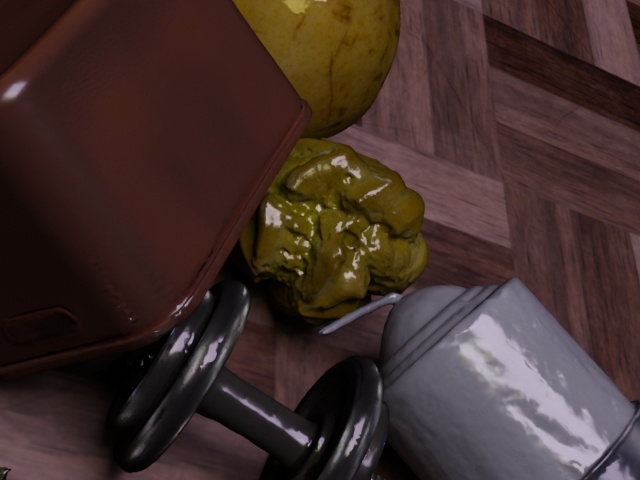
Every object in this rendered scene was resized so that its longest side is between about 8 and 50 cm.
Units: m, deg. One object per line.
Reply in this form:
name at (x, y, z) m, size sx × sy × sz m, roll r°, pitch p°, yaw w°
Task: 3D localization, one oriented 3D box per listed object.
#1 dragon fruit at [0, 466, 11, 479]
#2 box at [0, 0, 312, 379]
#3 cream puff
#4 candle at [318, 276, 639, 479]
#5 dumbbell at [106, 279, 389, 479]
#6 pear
dragon fruit at (-0.316, 0.243, 0.668) m, size 0.244 × 0.244 × 0.299 m, roll 41°, pitch 60°, yaw -3°
box at (-0.199, -0.089, 0.935) m, size 0.229 × 0.239 × 0.339 m, roll 57°, pitch 38°, yaw -28°
cream puff at (0.002, -0.002, 1.122) m, size 0.221 × 0.195 × 0.195 m, roll 28°, pitch 46°, yaw -9°
candle at (0.179, 0.169, 1.081) m, size 0.342 × 0.221 × 0.221 m, roll 50°, pitch 45°, yaw 8°
dumbbell at (-0.062, 0.150, 0.945) m, size 0.290 × 0.192 × 0.192 m, roll 33°, pitch 45°, yaw -11°
pear at (-0.048, -0.235, 1.191) m, size 0.280 × 0.281 × 0.281 m, roll 18°, pitch 50°, yaw -23°
